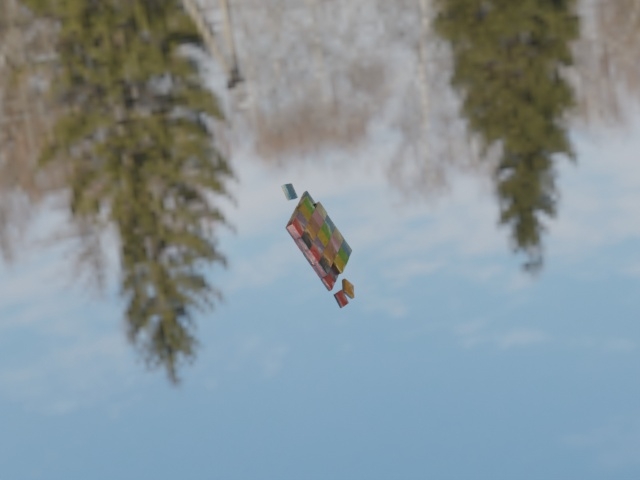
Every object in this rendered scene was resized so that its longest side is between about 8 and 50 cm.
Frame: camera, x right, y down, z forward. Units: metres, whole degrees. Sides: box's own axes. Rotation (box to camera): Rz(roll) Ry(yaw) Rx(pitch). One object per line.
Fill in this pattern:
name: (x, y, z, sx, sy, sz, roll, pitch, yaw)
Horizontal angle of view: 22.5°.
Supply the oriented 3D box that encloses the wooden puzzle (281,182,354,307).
wooden puzzle: (0.000, 0.000, 0.988, 0.006, 0.083, 0.049, -26, -161, 25)
